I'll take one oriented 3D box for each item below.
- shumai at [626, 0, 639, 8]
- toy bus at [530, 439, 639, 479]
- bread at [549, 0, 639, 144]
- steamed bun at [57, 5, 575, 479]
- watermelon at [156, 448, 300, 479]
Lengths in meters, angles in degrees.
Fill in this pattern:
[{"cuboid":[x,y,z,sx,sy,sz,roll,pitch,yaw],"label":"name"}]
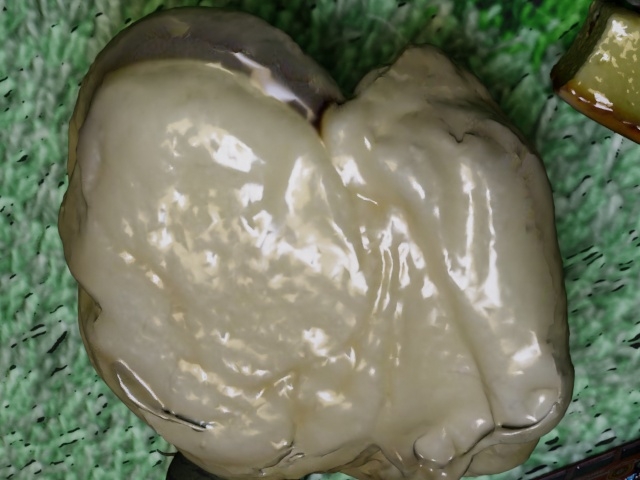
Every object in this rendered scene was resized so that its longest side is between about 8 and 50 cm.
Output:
[{"cuboid":[0.276,-0.271,0.990,0.324,0.323,0.397,-38,105,6],"label":"shumai"},{"cuboid":[0.217,0.193,1.344,0.235,0.096,0.073,-26,103,23],"label":"toy bus"},{"cuboid":[0.325,-0.045,1.189,0.361,0.138,0.077,28,100,-1],"label":"bread"},{"cuboid":[0.002,0.005,1.247,0.372,0.230,0.325,14,114,6],"label":"steamed bun"},{"cuboid":[-0.078,0.192,1.419,0.133,0.105,0.105,29,117,24],"label":"watermelon"}]
